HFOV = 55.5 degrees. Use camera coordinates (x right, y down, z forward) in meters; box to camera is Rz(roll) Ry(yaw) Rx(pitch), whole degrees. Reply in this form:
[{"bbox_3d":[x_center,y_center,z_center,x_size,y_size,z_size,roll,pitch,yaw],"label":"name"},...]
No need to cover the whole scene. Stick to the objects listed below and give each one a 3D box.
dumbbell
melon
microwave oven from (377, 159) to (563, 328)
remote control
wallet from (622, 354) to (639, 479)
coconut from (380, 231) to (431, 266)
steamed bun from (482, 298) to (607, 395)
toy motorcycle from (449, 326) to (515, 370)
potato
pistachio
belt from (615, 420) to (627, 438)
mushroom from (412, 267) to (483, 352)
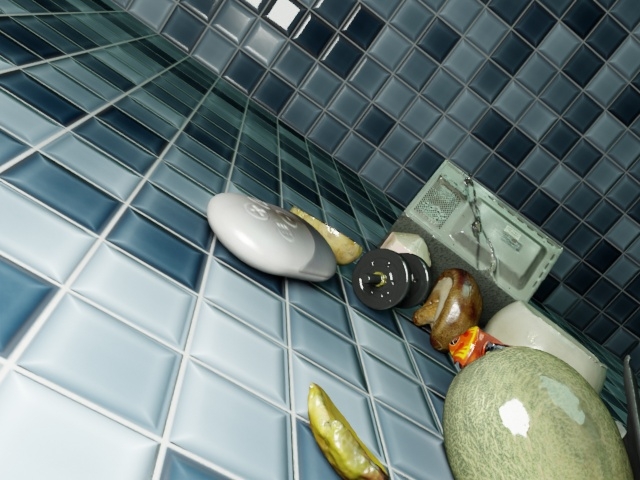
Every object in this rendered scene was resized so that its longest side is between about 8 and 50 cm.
[{"bbox_3d":[0.174,0.094,1.460,0.143,0.143,0.325,44,16,25],"label":"dumbbell"},{"bbox_3d":[0.316,0.314,0.897,0.249,0.249,0.329,21,39,-48],"label":"melon"},{"bbox_3d":[0.443,0.019,1.857,0.432,0.236,0.374,38,-22,5],"label":"microwave oven"},{"bbox_3d":[-0.091,-0.004,1.222,0.221,0.103,0.332,48,16,30],"label":"remote control"},{"bbox_3d":[0.482,0.369,0.902,0.247,0.041,0.322,-68,144,-52],"label":"wallet"},{"bbox_3d":[0.241,0.050,1.734,0.147,0.152,0.147,34,17,-12],"label":"coconut"},{"bbox_3d":[0.555,0.311,1.554,0.324,0.206,0.324,36,11,-8],"label":"steamed bun"},{"bbox_3d":[0.358,0.260,1.275,0.171,0.089,0.298,12,-24,22],"label":"toy motorcycle"},{"bbox_3d":[0.000,0.000,1.424,0.201,0.081,0.164,28,-4,20],"label":"potato"},{"bbox_3d":[0.022,0.258,0.784,0.173,0.049,0.089,46,-6,37],"label":"pistachio"},{"bbox_3d":[0.674,0.512,1.395,0.139,0.126,0.230,60,12,-6],"label":"belt"},{"bbox_3d":[0.331,0.173,1.492,0.138,0.194,0.231,34,26,-10],"label":"mushroom"}]
